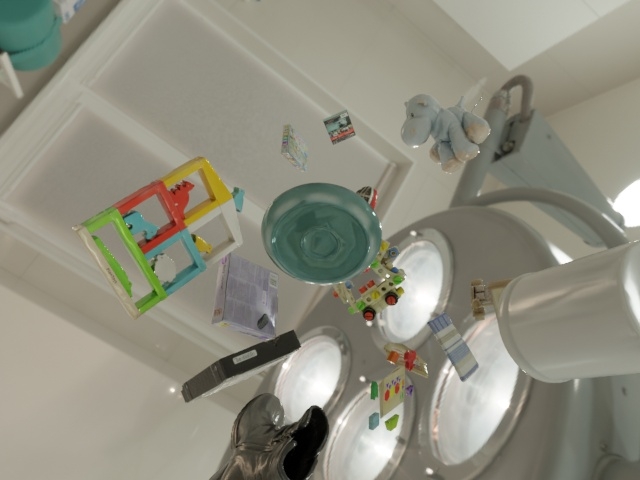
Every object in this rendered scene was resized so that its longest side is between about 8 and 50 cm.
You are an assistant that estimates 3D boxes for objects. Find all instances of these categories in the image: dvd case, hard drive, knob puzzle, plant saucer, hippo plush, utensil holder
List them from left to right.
[{"bbox_3d":[-0.230,0.358,1.379,0.237,0.064,0.339,-14,164,-39],"label":"hard drive"},{"bbox_3d":[0.000,0.000,1.279,0.317,0.318,0.043,-47,-162,29],"label":"plant saucer"},{"bbox_3d":[0.064,-0.380,1.664,0.087,0.119,0.013,-22,-123,7],"label":"dvd case"},{"bbox_3d":[0.336,0.474,1.986,0.213,0.213,0.029,-103,-144,-71],"label":"knob puzzle"},{"bbox_3d":[0.400,-0.390,1.628,0.294,0.237,0.234,-70,-157,4],"label":"hippo plush"},{"bbox_3d":[0.728,0.194,1.304,0.327,0.328,0.385,-63,-170,-28],"label":"utensil holder"}]

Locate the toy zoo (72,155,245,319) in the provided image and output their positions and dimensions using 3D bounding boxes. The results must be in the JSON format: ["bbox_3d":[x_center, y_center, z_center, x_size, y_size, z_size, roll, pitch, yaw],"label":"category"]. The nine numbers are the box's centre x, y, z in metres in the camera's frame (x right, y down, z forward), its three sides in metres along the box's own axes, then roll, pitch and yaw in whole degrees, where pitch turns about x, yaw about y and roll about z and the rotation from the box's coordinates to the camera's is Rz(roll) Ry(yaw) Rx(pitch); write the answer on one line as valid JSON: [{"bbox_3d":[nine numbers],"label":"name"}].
[{"bbox_3d":[-0.255,-0.020,0.883,0.293,0.192,0.030,-39,-143,-29],"label":"toy zoo"}]

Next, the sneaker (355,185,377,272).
[{"bbox_3d":[0.135,-0.031,1.537,0.107,0.119,0.278,26,-75,59],"label":"sneaker"}]

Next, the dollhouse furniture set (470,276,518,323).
[{"bbox_3d":[0.721,0.160,1.885,0.304,0.173,0.355,-12,-161,19],"label":"dollhouse furniture set"}]

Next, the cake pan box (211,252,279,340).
[{"bbox_3d":[-0.257,0.195,1.745,0.070,0.246,0.266,-20,-123,34],"label":"cake pan box"}]

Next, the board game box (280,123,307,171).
[{"bbox_3d":[-0.086,-0.309,1.664,0.026,0.154,0.103,-3,-107,21],"label":"board game box"}]

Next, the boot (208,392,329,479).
[{"bbox_3d":[-0.070,0.371,0.925,0.223,0.118,0.338,-39,-170,18],"label":"boot"}]

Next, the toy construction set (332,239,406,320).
[{"bbox_3d":[0.176,0.157,1.785,0.328,0.215,0.151,-38,-178,33],"label":"toy construction set"}]

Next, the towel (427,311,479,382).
[{"bbox_3d":[0.567,0.452,2.111,0.034,0.284,0.209,-38,165,30],"label":"towel"}]

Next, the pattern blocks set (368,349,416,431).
[{"bbox_3d":[0.255,0.531,1.753,0.026,0.325,0.285,4,-92,34],"label":"pattern blocks set"}]
